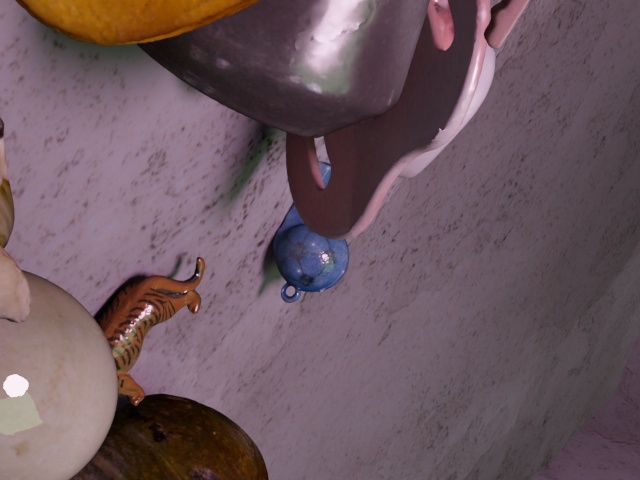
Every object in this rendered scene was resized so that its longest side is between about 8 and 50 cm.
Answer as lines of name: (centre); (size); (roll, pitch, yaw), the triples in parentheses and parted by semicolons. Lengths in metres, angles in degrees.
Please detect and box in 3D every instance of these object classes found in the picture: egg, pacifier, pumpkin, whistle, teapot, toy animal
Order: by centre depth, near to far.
teapot: (0.032, -0.259, 1.131); (0.344, 0.300, 0.253); (-58, -167, 20)
egg: (-0.259, 0.112, 1.188); (0.186, 0.186, 0.253); (-58, 153, 1)
pacifier: (0.034, -0.149, 1.407); (0.273, 0.220, 0.332); (-31, 168, -45)
toy animal: (-0.191, 0.105, 1.478); (0.241, 0.057, 0.099); (-52, 156, -12)
pumpkin: (-0.152, 0.283, 1.527); (0.232, 0.242, 0.325); (-47, 163, 14)
whistle: (0.000, 0.000, 1.692); (0.158, 0.090, 0.090); (-59, 157, 4)

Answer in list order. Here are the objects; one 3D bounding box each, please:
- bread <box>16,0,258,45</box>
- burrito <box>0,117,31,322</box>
bread: (-0.089, -0.231, 0.960); (0.270, 0.195, 0.142); (-26, -161, 9)
burrito: (-0.266, -0.096, 0.972); (0.135, 0.190, 0.331); (-16, 140, -14)
